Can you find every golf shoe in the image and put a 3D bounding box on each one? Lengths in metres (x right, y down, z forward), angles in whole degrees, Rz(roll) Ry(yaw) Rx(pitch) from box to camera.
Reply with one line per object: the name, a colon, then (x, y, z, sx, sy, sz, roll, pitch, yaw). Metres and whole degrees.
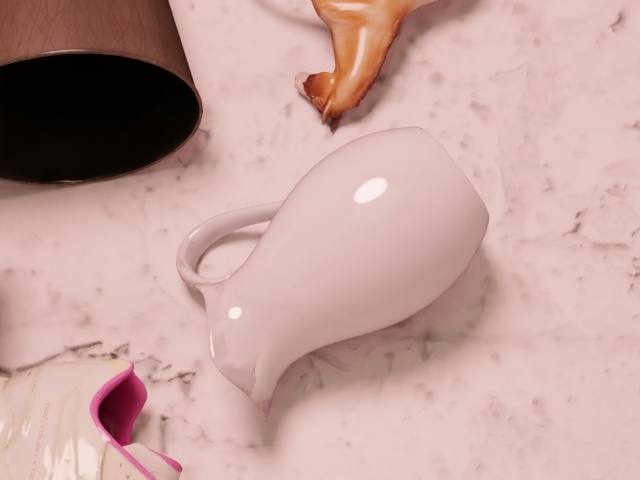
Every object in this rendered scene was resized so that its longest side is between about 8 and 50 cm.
golf shoe: (-0.144, 0.205, 0.753, 0.140, 0.115, 0.306, -19, 62, -6)

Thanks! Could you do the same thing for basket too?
basket: (-0.201, -0.181, 0.952, 0.204, 0.154, 0.227, -9, 57, 3)

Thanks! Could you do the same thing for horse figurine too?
horse figurine: (0.058, -0.229, 0.985, 0.263, 0.066, 0.174, -36, 57, -8)

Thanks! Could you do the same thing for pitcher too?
pitcher: (0.000, 0.000, 0.846, 0.207, 0.125, 0.178, -37, 47, 0)
